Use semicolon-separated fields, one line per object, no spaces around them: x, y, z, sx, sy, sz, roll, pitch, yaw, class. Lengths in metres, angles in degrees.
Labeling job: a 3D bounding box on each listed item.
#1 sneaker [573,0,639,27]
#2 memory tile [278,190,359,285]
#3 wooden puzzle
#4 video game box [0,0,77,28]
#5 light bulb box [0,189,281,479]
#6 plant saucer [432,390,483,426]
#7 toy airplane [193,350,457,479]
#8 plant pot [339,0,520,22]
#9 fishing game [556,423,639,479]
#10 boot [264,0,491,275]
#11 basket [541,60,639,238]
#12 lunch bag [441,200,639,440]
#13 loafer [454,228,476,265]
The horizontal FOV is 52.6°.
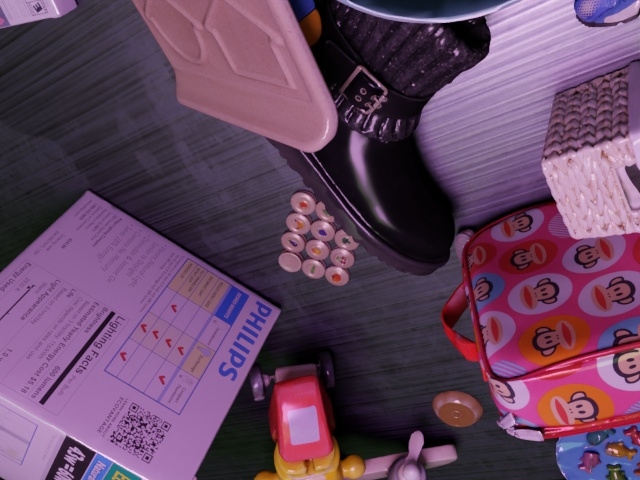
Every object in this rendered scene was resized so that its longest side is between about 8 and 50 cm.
0.299;-0.333;0.521;0.147;0.130;0.330;33;128;12;sneaker
0.000;0.000;0.932;0.113;0.012;0.148;19;130;6;memory tile
-0.123;-0.277;0.634;0.322;0.080;0.348;28;150;46;wooden puzzle
-0.421;-0.363;0.786;0.186;0.048;0.205;-3;124;19;video game box
-0.309;0.181;0.955;0.361;0.358;0.225;33;132;-5;light bulb box
0.224;0.281;1.062;0.083;0.015;0.084;10;128;13;plant saucer
-0.019;0.403;1.070;0.384;0.273;0.386;31;117;-32;toy airplane
0.096;-0.348;0.488;0.292;0.235;0.293;9;128;12;plant pot
0.457;0.337;0.986;0.189;0.041;0.264;19;120;7;fishing game
0.097;-0.133;0.719;0.348;0.131;0.260;44;127;-14;boot
0.298;-0.090;0.662;0.103;0.167;0.113;-14;120;35;basket
0.257;0.067;0.695;0.258;0.293;0.120;-20;117;19;lunch bag
0.218;0.033;0.869;0.045;0.039;0.125;11;135;56;loafer
